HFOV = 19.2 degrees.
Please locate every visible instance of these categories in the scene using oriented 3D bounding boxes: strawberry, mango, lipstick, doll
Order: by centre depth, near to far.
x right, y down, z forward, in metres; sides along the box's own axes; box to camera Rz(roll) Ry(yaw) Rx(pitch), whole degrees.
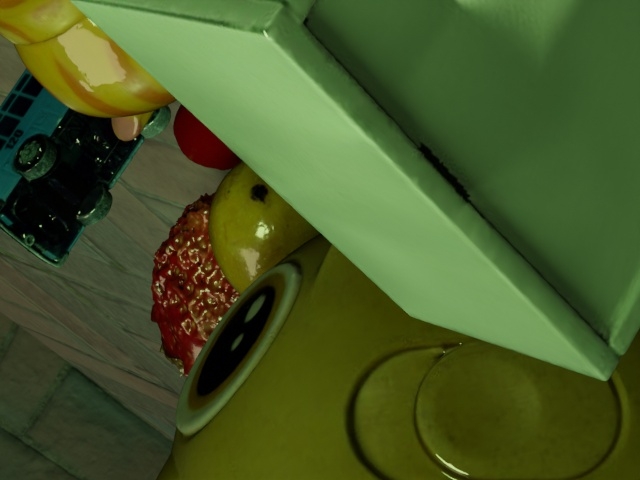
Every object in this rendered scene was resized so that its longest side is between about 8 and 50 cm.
[{"bbox_3d":[-0.158,-0.178,1.107,0.167,0.162,0.270,-6,154,46],"label":"doll"},{"bbox_3d":[-0.056,-0.104,1.333,0.073,0.073,0.280,32,168,-4],"label":"lipstick"},{"bbox_3d":[0.000,0.000,1.447,0.099,0.136,0.227,11,168,40],"label":"mango"},{"bbox_3d":[-0.061,0.028,1.647,0.187,0.184,0.201,44,151,39],"label":"strawberry"}]

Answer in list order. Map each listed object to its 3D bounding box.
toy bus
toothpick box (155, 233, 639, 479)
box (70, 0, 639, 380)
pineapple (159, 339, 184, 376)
[{"bbox_3d":[-0.203,-0.081,1.493,0.106,0.184,0.090,22,164,44],"label":"toy bus"},{"bbox_3d":[0.093,0.171,1.267,0.409,0.409,0.425,28,161,11],"label":"toothpick box"},{"bbox_3d":[0.065,-0.108,0.707,0.117,0.225,0.225,17,160,47],"label":"box"},{"bbox_3d":[0.030,0.125,1.809,0.364,0.165,0.165,27,166,7],"label":"pineapple"}]
